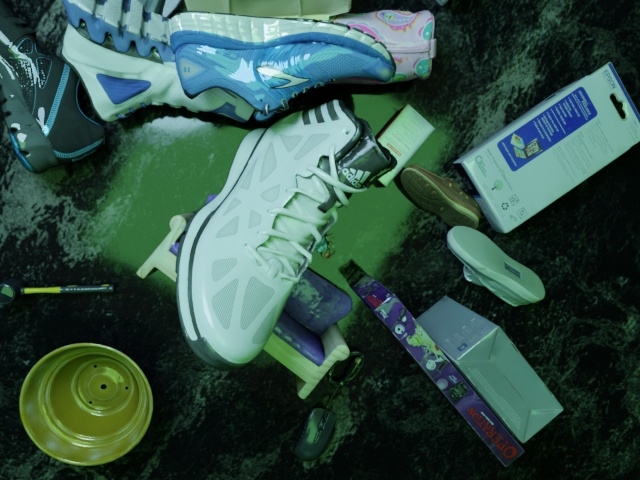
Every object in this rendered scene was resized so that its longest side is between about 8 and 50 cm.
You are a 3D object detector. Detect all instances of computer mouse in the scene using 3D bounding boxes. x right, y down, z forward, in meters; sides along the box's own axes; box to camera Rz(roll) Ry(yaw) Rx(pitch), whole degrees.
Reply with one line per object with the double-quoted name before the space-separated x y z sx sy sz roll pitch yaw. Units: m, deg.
"computer mouse" 0.019 0.322 0.936 0.071 0.041 0.241 26 92 -7

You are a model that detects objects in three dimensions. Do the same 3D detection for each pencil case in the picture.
"pencil case" 0.051 -0.328 0.835 0.285 0.124 0.124 -4 96 -5

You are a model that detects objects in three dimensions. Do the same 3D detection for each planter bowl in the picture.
"planter bowl" -0.399 0.275 0.864 0.218 0.090 0.216 -1 96 -5

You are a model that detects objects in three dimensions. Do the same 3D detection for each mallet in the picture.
"mallet" -0.472 0.087 0.871 0.190 0.062 0.039 -1 97 -20

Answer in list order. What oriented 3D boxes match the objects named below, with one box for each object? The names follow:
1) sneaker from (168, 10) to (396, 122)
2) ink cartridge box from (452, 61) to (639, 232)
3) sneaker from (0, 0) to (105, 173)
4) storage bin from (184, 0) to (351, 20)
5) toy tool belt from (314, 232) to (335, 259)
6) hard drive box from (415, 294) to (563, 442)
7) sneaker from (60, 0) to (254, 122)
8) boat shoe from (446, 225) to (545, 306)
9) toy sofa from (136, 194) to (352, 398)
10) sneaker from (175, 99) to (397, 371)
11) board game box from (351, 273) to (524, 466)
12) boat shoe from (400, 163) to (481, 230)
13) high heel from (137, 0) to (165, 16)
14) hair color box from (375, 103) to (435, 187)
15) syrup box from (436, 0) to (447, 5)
"sneaker" -0.053 -0.254 0.729 0.331 0.129 0.147 2 112 -2
"ink cartridge box" 0.434 -0.173 0.919 0.333 0.065 0.165 -33 98 0
"sneaker" -0.484 -0.283 0.807 0.140 0.125 0.340 -25 96 -30
"storage bin" -0.091 -0.482 0.757 0.261 0.123 0.262 -5 70 -5
"toy tool belt" 0.000 0.000 0.897 0.052 0.051 0.083 -24 98 -3
"hard drive box" 0.280 0.212 0.855 0.089 0.232 0.181 -39 99 -2
"sneaker" -0.281 -0.273 0.812 0.316 0.127 0.182 21 134 -31
"boat shoe" 0.316 0.059 0.919 0.228 0.081 0.079 33 48 -12
"toy sofa" -0.110 0.085 0.846 0.363 0.150 0.177 39 92 -8
"sneaker" -0.038 -0.048 0.683 0.169 0.258 0.447 38 47 -33
"board game box" 0.195 0.216 0.860 0.056 0.208 0.346 -40 97 2
"boat shoe" 0.227 -0.087 0.913 0.178 0.064 0.060 35 58 -11
"high heel" -0.358 -0.459 0.815 0.261 0.093 0.186 42 121 12
"hair color box" 0.137 -0.174 0.899 0.072 0.043 0.141 41 89 -8
"syrup box" 0.265 -0.547 0.850 0.093 0.096 0.236 38 90 -8
